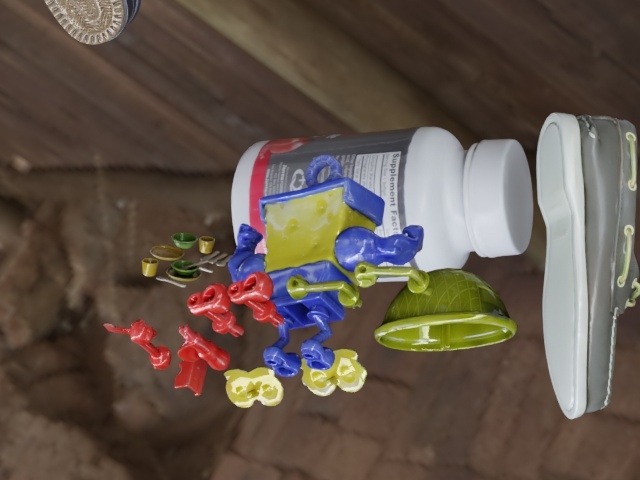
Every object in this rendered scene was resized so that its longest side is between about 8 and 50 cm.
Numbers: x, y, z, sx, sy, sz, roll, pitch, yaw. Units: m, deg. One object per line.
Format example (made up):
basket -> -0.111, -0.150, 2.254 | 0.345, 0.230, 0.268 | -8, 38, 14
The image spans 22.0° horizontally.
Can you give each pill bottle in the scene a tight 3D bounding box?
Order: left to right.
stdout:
pill bottle -> 0.074, -0.039, 1.891 | 0.319, 0.176, 0.176 | -3, 41, 21

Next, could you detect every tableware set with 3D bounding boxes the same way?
tableware set -> -0.191, 0.020, 2.249 | 0.154, 0.104, 0.024 | -32, -46, -59

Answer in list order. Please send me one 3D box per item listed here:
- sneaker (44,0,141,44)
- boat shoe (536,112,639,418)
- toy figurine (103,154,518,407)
sneaker -> -0.293, -0.349, 1.834 | 0.099, 0.282, 0.153 | -27, 6, 11
boat shoe -> 0.274, 0.024, 1.639 | 0.109, 0.091, 0.305 | 160, 109, -76
toy figurine -> 0.000, 0.000, 1.490 | 0.363, 0.191, 0.217 | -14, 53, 36
